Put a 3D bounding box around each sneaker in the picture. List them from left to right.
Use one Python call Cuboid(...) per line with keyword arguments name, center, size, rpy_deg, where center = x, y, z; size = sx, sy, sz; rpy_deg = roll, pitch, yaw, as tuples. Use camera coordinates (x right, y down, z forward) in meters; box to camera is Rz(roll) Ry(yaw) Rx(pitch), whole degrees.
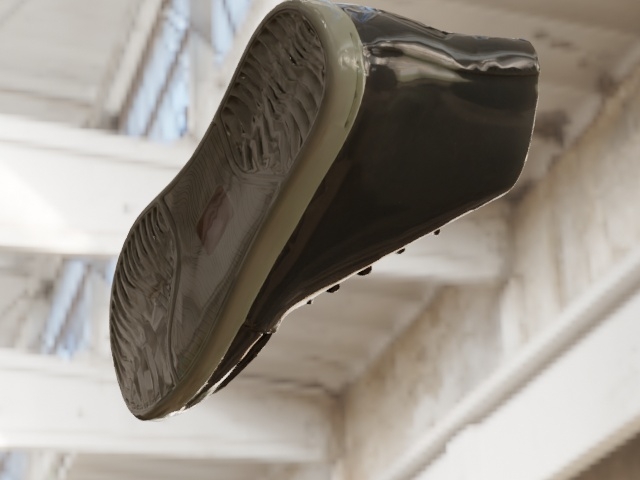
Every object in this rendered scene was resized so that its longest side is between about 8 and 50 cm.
Cuboid(name="sneaker", center=(0.000, 0.000, 0.732), size=(0.118, 0.083, 0.222), rpy_deg=(2, -41, -35))
